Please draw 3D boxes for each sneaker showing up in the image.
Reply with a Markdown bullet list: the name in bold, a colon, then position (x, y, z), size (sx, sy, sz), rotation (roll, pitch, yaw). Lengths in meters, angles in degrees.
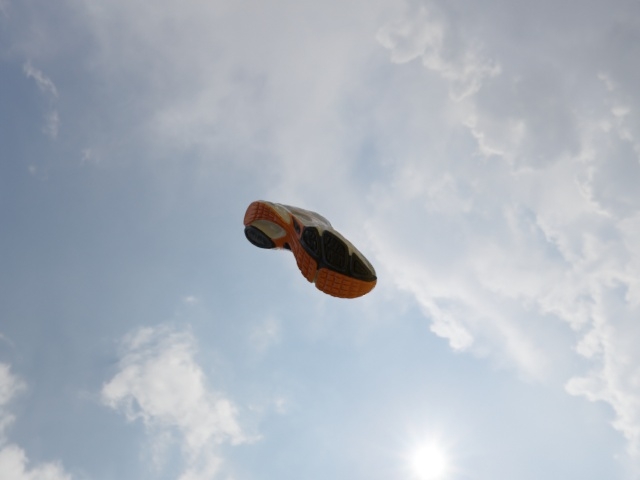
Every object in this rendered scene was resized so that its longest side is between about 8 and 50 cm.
- **sneaker**: position (0.000, 0.000, 0.878), size (0.121, 0.262, 0.099), rotation (-13, -51, -51)
